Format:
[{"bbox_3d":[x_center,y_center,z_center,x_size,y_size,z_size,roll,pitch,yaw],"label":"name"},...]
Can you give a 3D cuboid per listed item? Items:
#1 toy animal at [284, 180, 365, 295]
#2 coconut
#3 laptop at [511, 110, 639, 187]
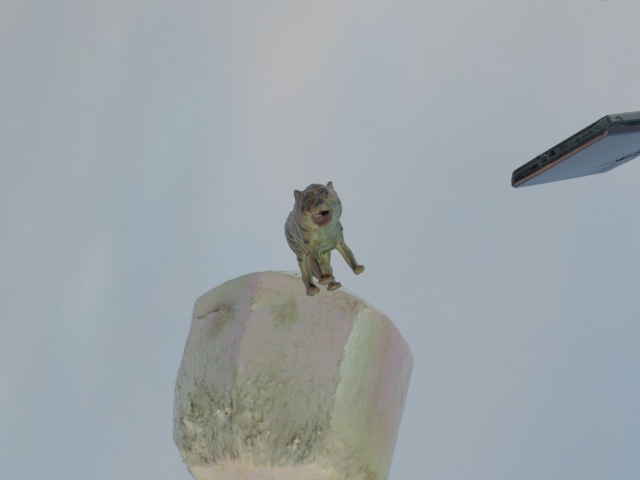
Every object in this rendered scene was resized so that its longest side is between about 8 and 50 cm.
[{"bbox_3d":[0.000,0.000,1.777,0.057,0.099,0.241,-20,175,-8],"label":"toy animal"},{"bbox_3d":[-0.038,0.180,2.121,0.297,0.297,0.309,-35,-142,47],"label":"coconut"},{"bbox_3d":[0.319,-0.107,1.926,0.154,0.026,0.207,-30,167,39],"label":"laptop"}]
